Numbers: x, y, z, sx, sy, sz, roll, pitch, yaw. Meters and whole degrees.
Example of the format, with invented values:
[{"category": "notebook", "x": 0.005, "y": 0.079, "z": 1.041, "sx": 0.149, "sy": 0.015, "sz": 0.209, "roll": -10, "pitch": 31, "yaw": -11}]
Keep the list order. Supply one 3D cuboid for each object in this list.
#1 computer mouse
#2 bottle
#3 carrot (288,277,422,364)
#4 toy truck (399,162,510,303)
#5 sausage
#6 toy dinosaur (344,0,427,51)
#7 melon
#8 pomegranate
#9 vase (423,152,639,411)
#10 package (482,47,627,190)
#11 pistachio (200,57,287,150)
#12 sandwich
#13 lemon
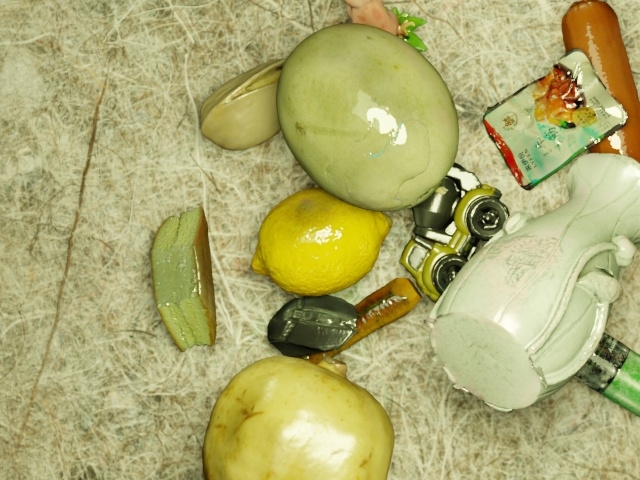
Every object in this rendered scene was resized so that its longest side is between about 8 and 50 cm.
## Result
[{"category": "computer mouse", "x": -0.023, "y": 0.143, "z": 1.751, "sx": 0.192, "sy": 0.062, "sz": 0.106, "roll": -5, "pitch": 52, "yaw": 38}, {"category": "bottle", "x": 0.433, "y": 0.181, "z": 1.694, "sx": 0.330, "sy": 0.093, "sz": 0.093, "roll": 33, "pitch": 90, "yaw": 11}, {"category": "carrot", "x": 0.036, "y": 0.168, "z": 1.780, "sx": 0.314, "sy": 0.066, "sz": 0.066, "roll": -35, "pitch": 80, "yaw": 8}, {"category": "toy truck", "x": 0.212, "y": -0.013, "z": 1.714, "sx": 0.165, "sy": 0.147, "sz": 0.224, "roll": 29, "pitch": 93, "yaw": 2}, {"category": "sausage", "x": 0.488, "y": -0.250, "z": 1.725, "sx": 0.097, "sy": 0.094, "sz": 0.349, "roll": -13, "pitch": 83, "yaw": 7}, {"category": "toy dinosaur", "x": 0.105, "y": -0.382, "z": 1.758, "sx": 0.152, "sy": 0.177, "sz": 0.194, "roll": -15, "pitch": 84, "yaw": 9}, {"category": "melon", "x": 0.082, "y": -0.192, "z": 1.628, "sx": 0.268, "sy": 0.268, "sz": 0.330, "roll": -45, "pitch": 78, "yaw": 3}, {"category": "pomegranate", "x": -0.025, "y": 0.342, "z": 1.645, "sx": 0.332, "sy": 0.332, "sz": 0.333, "roll": -1, "pitch": 85, "yaw": 9}, {"category": "vase", "x": 0.370, "y": 0.050, "z": 1.570, "sx": 0.250, "sy": 0.250, "sz": 0.445, "roll": 40, "pitch": 58, "yaw": 10}, {"category": "package", "x": 0.392, "y": -0.205, "z": 1.716, "sx": 0.232, "sy": 0.040, "sz": 0.166, "roll": -34, "pitch": 77, "yaw": 35}, {"category": "pistachio", "x": -0.113, "y": -0.242, "z": 1.798, "sx": 0.223, "sy": 0.152, "sz": 0.126, "roll": -32, "pitch": 76, "yaw": -13}, {"category": "sandwich", "x": -0.244, "y": 0.067, "z": 1.818, "sx": 0.094, "sy": 0.096, "sz": 0.258, "roll": -11, "pitch": 81, "yaw": 14}, {"category": "lemon", "x": 0.000, "y": 0.000, "z": 1.735, "sx": 0.256, "sy": 0.188, "sz": 0.188, "roll": -21, "pitch": 82, "yaw": 0}]
